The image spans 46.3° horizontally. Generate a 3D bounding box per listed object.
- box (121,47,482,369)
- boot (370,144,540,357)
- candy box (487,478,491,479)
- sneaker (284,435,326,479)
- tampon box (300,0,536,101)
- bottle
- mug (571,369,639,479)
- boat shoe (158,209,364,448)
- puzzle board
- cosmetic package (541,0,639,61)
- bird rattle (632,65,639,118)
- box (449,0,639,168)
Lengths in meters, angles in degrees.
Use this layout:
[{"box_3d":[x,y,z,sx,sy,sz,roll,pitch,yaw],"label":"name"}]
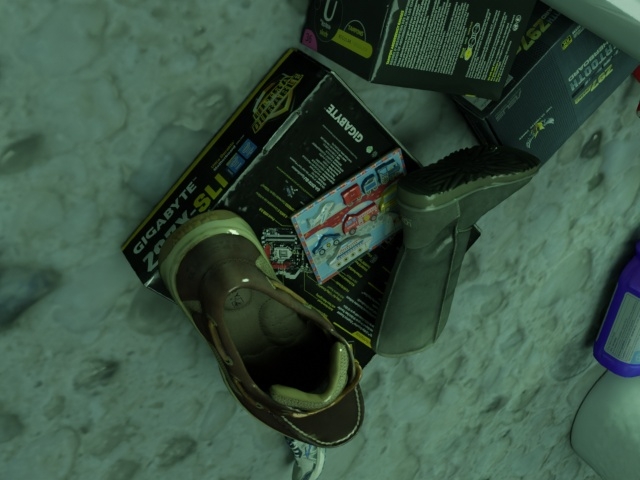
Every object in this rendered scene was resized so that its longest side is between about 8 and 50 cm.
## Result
[{"box_3d":[0.000,0.000,0.785,0.257,0.079,0.322,-49,133,4],"label":"box"},{"box_3d":[0.139,0.014,0.789,0.190,0.076,0.208,-17,125,-24],"label":"boot"},{"box_3d":[0.201,0.505,1.253,0.234,0.071,0.159,-4,120,-33],"label":"candy box"},{"box_3d":[-0.023,0.254,0.958,0.058,0.052,0.135,7,107,-26],"label":"sneaker"},{"box_3d":[0.087,-0.200,0.684,0.161,0.120,0.101,0,117,-34],"label":"tampon box"},{"box_3d":[0.524,0.080,1.184,0.118,0.092,0.282,-12,124,-35],"label":"bottle"},{"box_3d":[0.671,0.418,1.342,0.276,0.328,0.374,-30,131,-15],"label":"mug"},{"box_3d":[-0.028,0.120,0.706,0.123,0.123,0.342,-36,132,-10],"label":"boat shoe"},{"box_3d":[0.038,-0.022,0.738,0.128,0.011,0.096,-33,132,-12],"label":"puzzle board"},{"box_3d":[0.285,-0.332,0.643,0.378,0.097,0.284,24,95,-18],"label":"cosmetic package"},{"box_3d":[0.436,-0.237,0.858,0.143,0.207,0.253,-11,116,-7],"label":"bird rattle"},{"box_3d":[0.263,-0.190,0.821,0.232,0.059,0.183,-46,148,5],"label":"box"}]
